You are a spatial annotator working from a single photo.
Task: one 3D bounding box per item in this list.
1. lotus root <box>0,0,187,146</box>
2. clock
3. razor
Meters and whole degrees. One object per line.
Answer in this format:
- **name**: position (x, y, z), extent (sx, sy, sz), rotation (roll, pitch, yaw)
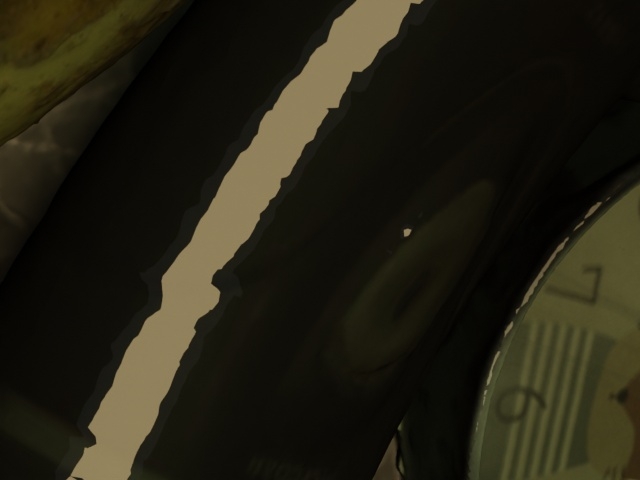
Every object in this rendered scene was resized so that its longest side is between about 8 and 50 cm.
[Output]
- **lotus root**: position (-0.126, -0.117, 0.390), extent (0.309, 0.173, 0.173), rotation (-37, 117, -6)
- **clock**: position (0.198, 0.076, 0.625), extent (0.325, 0.067, 0.325), rotation (-7, 111, -18)
- **razor**: position (-0.002, 0.000, 0.472), extent (0.349, 0.113, 0.204), rotation (-55, 146, 1)
